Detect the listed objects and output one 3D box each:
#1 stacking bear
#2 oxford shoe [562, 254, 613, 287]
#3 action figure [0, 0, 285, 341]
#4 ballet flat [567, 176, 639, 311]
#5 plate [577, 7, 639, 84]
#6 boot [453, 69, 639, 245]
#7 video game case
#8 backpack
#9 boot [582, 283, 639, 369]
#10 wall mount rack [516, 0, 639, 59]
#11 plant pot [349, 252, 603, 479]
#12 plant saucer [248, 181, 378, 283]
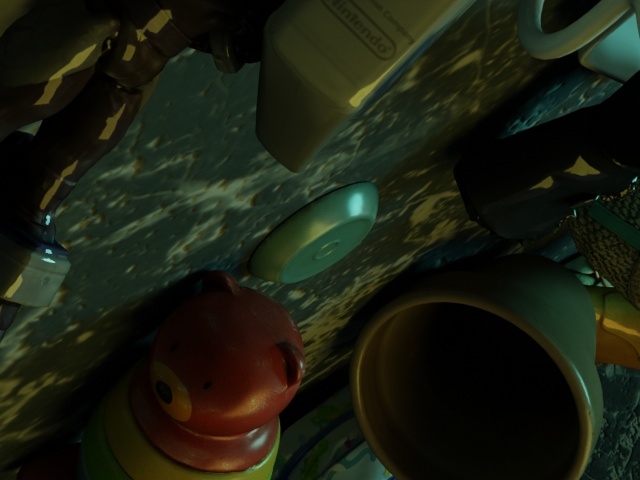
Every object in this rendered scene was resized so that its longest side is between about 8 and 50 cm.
[{"bbox_3d":[-0.104,0.149,1.021,0.164,0.175,0.289,-16,148,-41],"label":"stacking bear"},{"bbox_3d":[0.402,0.059,1.746,0.397,0.140,0.146,-39,156,10],"label":"oxford shoe"},{"bbox_3d":[-0.086,-0.078,0.517,0.285,0.099,0.185,-42,156,4],"label":"action figure"},{"bbox_3d":[0.354,-0.027,1.347,0.164,0.182,0.483,-58,161,15],"label":"ballet flat"},{"bbox_3d":[0.323,-0.217,0.977,0.278,0.045,0.277,-40,163,20],"label":"plate"},{"bbox_3d":[0.200,-0.062,0.992,0.207,0.094,0.246,-22,176,19],"label":"boot"},{"bbox_3d":[0.091,-0.146,0.487,0.300,0.036,0.329,-45,-178,-2],"label":"video game case"},{"bbox_3d":[0.049,0.301,1.610,0.290,0.273,0.355,-30,-175,-7],"label":"backpack"},{"bbox_3d":[0.351,0.095,1.550,0.211,0.104,0.295,21,161,-35],"label":"boot"},{"bbox_3d":[0.256,-0.219,0.666,0.350,0.130,0.304,-43,-154,37],"label":"wall mount rack"},{"bbox_3d":[0.193,0.126,1.394,0.263,0.263,0.229,-46,176,36],"label":"plant pot"},{"bbox_3d":[0.000,0.000,1.015,0.119,0.021,0.119,-30,163,-11],"label":"plant saucer"}]
